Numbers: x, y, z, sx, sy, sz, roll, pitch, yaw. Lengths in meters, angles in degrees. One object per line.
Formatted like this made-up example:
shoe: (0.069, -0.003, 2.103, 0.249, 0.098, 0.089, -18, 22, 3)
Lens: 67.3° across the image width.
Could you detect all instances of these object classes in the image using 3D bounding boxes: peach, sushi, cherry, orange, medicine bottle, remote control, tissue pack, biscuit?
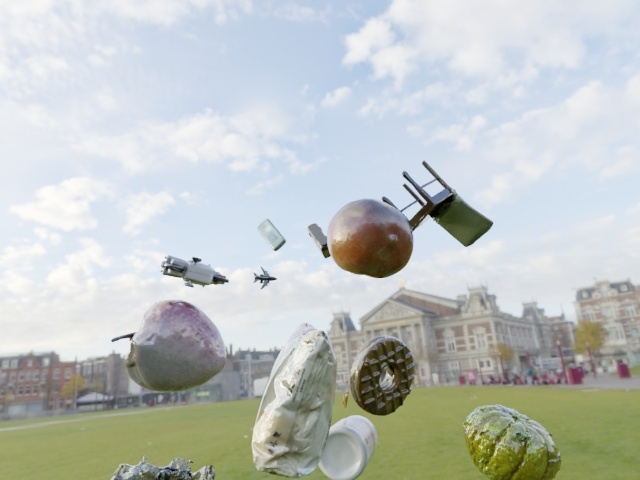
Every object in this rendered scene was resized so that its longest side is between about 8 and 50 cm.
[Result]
peach: (0.148, -0.007, 1.404, 0.252, 0.253, 0.252, -5, -17, -1)
sushi: (-0.444, 0.678, 1.372, 0.290, 0.131, 0.139, -1, 11, -3)
cherry: (-0.516, 0.386, 1.693, 0.326, 0.335, 0.291, -44, 1, -10)
orange: (0.596, 0.664, 1.547, 0.300, 0.223, 0.301, 22, 4, -27)
medicine bottle: (0.123, 0.860, 2.021, 0.211, 0.211, 0.371, -9, -14, 13)
remote control: (-0.154, -0.018, 1.504, 0.053, 0.124, 0.018, -44, -37, 2)
tissue pack: (-0.057, 0.419, 1.328, 0.195, 0.376, 0.390, 19, -10, -3)
biscuit: (0.257, 0.552, 1.978, 0.332, 0.332, 0.103, 8, -1, -36)

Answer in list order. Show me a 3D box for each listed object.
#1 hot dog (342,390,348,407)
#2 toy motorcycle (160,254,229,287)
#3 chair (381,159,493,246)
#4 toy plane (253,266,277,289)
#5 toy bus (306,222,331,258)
hot dog: (0.113, 0.715, 2.167, 0.021, 0.083, 0.037, 6, 20, 1)
toy motorcycle: (-0.480, 0.121, 1.812, 0.260, 0.110, 0.170, 20, -11, -37)
chair: (0.386, -0.095, 1.597, 0.186, 0.319, 0.160, -31, -16, -43)
toy plane: (-0.186, 0.127, 1.615, 0.083, 0.079, 0.031, 7, -20, -27)
toy bus: (0.000, 0.000, 1.944, 0.057, 0.172, 0.072, -27, -51, -6)
